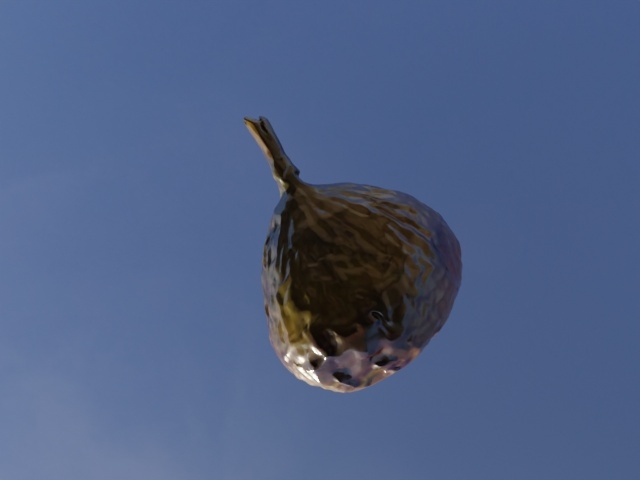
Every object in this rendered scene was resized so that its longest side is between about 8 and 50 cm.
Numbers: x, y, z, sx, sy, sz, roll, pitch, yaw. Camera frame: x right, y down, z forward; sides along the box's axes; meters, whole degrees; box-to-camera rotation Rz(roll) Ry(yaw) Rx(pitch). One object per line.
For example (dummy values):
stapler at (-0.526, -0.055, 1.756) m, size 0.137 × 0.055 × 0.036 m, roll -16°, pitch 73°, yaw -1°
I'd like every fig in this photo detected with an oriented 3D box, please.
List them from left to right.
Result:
fig at (0.000, 0.000, 1.209) m, size 0.286 × 0.286 × 0.368 m, roll -37°, pitch -87°, yaw 6°
